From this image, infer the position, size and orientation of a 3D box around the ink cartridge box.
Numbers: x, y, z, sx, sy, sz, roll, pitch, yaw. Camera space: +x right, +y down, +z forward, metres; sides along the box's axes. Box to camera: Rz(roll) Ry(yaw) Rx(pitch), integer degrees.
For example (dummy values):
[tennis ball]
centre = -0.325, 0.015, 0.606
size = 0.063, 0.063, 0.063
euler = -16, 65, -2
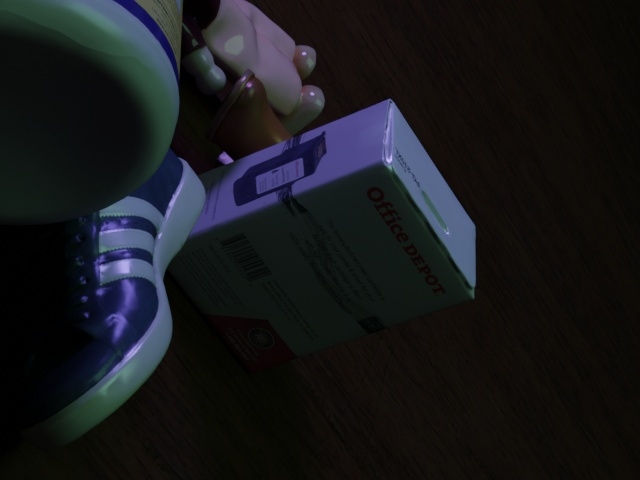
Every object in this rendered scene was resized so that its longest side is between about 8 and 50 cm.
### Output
[ink cartridge box]
centre = 0.000, 0.000, 1.687
size = 0.172, 0.237, 0.100
euler = 54, 27, -33

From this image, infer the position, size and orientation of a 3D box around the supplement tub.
[supplement tub]
centre = -0.218, -0.203, 1.370
size = 0.241, 0.241, 0.331
euler = 46, 32, -43

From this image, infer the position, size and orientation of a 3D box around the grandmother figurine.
[grandmother figurine]
centre = -0.124, -0.222, 1.791
size = 0.342, 0.104, 0.208
euler = 41, 20, -43

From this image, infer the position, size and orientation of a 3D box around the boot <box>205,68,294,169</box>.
[boot]
centre = -0.024, -0.072, 1.738
size = 0.073, 0.152, 0.197
euler = -54, 167, -18

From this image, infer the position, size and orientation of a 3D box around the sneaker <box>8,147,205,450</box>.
[sneaker]
centre = -0.191, 0.010, 1.422
size = 0.148, 0.131, 0.350
euler = 50, 23, -24
